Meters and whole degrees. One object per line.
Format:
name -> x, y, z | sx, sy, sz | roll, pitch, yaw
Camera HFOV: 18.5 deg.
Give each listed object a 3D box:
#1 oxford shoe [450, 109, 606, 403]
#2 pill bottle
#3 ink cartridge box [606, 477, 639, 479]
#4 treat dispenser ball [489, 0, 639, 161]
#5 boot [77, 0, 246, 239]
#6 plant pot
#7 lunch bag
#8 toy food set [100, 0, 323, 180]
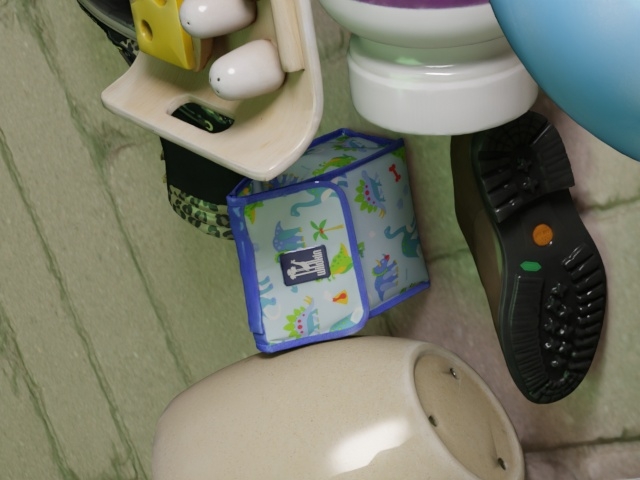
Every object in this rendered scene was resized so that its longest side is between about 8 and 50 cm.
oxford shoe -> 0.142, 0.005, 1.376 | 0.096, 0.083, 0.227 | -144, 39, -64
pill bottle -> 0.071, -0.226, 1.222 | 0.169, 0.169, 0.301 | 26, 130, 43
ink cartridge box -> 0.204, 0.297, 1.363 | 0.239, 0.060, 0.275 | -6, 112, 11
treat dispenser ball -> 0.217, -0.169, 0.955 | 0.288, 0.288, 0.288 | 32, 135, 39
boot -> -0.128, -0.120, 1.636 | 0.236, 0.085, 0.178 | 36, 140, 34
plant pot -> 0.041, 0.181, 1.481 | 0.191, 0.284, 0.284 | -38, 79, 25
lunch bag -> 0.000, 0.000, 1.481 | 0.096, 0.151, 0.129 | 13, 121, 50
toy food set -> -0.112, -0.207, 1.302 | 0.220, 0.092, 0.306 | 25, 131, 49
